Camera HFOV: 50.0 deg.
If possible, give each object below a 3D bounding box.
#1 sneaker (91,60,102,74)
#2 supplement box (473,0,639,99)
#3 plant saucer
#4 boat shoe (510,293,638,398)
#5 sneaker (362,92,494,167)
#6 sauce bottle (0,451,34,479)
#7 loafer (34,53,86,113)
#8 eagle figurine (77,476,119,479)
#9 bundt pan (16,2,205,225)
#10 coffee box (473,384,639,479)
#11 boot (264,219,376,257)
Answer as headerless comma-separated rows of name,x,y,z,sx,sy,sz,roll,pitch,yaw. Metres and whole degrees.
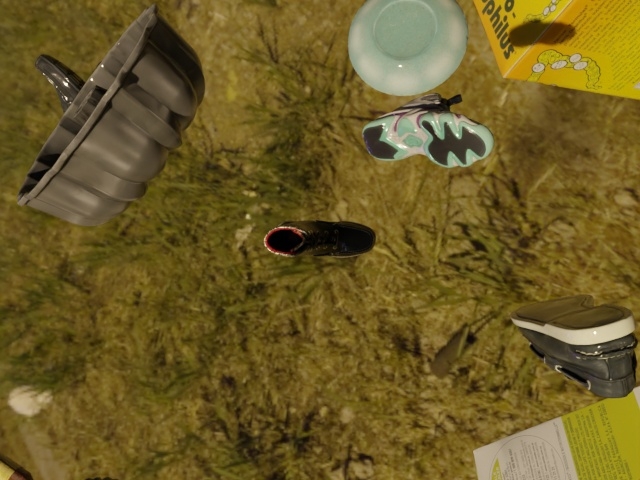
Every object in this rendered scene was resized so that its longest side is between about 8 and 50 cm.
sneaker,-0.355,-0.237,1.175,0.267,0.101,0.106,-37,74,14
supplement box,0.442,-0.357,1.041,0.195,0.356,0.194,128,137,-52
plant saucer,0.135,-0.328,1.088,0.194,0.037,0.195,-2,80,13
boat shoe,0.362,0.147,0.973,0.340,0.127,0.113,141,112,-88
sneaker,0.084,-0.082,0.466,0.098,0.038,0.069,14,41,40
sauce bottle,-0.519,0.400,1.159,0.128,0.042,0.042,28,99,16
loafer,-0.433,-0.236,1.241,0.078,0.223,0.076,-40,23,4
eagle figurine,-0.251,0.366,0.733,0.225,0.298,0.226,-48,-16,-35
bundt pan,-0.277,-0.159,0.960,0.331,0.124,0.331,-40,30,29
coffee box,0.479,0.453,1.014,0.334,0.337,0.338,-36,43,33
boot,-0.001,0.002,1.511,0.236,0.178,0.085,5,96,8
